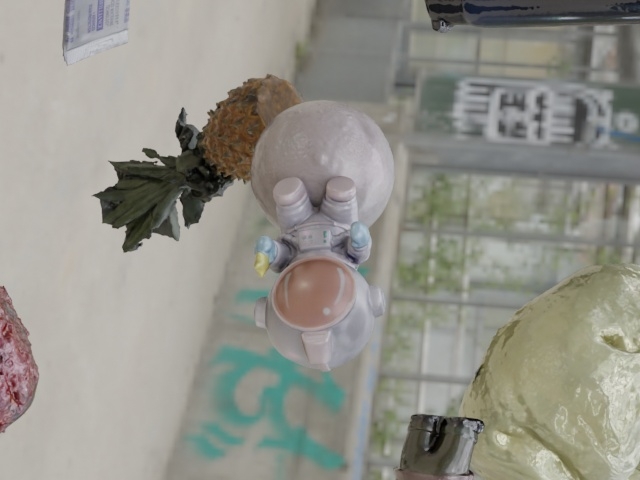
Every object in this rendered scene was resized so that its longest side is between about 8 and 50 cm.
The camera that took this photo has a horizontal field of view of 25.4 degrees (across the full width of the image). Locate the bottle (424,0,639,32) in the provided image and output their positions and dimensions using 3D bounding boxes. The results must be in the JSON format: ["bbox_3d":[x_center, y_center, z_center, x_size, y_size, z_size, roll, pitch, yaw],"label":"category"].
[{"bbox_3d":[0.222,-0.251,1.416,0.072,0.245,0.082,-15,105,-66],"label":"bottle"}]

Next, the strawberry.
[{"bbox_3d":[-0.516,0.180,2.053,0.274,0.220,0.274,-54,-162,28],"label":"strawberry"}]

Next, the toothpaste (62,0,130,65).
[{"bbox_3d":[-0.311,-0.368,1.981,0.282,0.099,0.068,101,-17,-46],"label":"toothpaste"}]

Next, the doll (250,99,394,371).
[{"bbox_3d":[0.000,0.000,1.349,0.151,0.151,0.287,86,5,-53],"label":"doll"}]

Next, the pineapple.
[{"bbox_3d":[-0.129,-0.080,1.597,0.130,0.277,0.119,49,40,-21],"label":"pineapple"}]

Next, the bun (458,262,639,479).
[{"bbox_3d":[0.256,0.143,1.257,0.259,0.160,0.259,-26,135,-30],"label":"bun"}]

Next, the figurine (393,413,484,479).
[{"bbox_3d":[0.086,0.238,1.131,0.108,0.114,0.196,44,51,-66],"label":"figurine"}]
